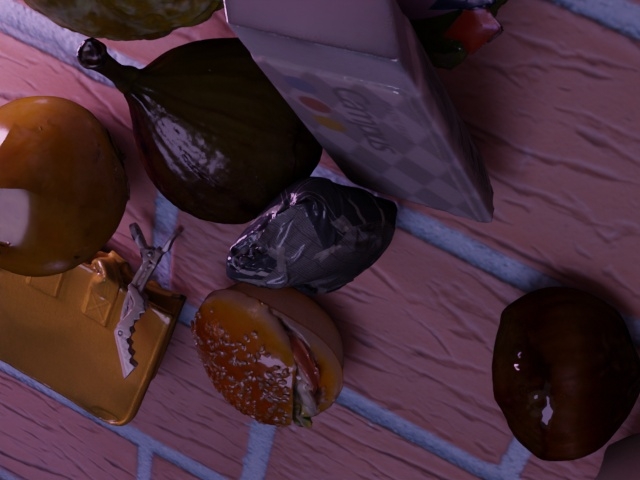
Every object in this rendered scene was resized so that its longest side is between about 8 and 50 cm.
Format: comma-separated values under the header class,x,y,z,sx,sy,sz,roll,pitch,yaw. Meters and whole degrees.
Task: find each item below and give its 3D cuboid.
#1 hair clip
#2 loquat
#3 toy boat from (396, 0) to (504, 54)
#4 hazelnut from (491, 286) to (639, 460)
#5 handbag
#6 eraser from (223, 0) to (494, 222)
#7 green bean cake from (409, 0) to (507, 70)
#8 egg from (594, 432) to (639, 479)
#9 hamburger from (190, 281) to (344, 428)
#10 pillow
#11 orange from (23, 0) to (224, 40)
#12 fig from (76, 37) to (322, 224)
class,x,y,z,sx,sy,sz,roll,pitch,yaw
hair clip,-0.259,0.081,1.836,0.072,0.034,0.226,19,99,0
loquat,-0.362,-0.072,1.714,0.235,0.235,0.235,20,139,19
toy boat,0.007,-0.271,1.209,0.318,0.072,0.219,41,146,-22
hazelnut,0.284,0.153,1.528,0.178,0.178,0.204,-7,94,40
handbag,-0.401,0.077,1.978,0.401,0.133,0.283,31,136,6
eraser,0.048,-0.142,1.314,0.213,0.082,0.397,17,168,23
green bean cake,0.084,-0.287,1.259,0.214,0.113,0.200,27,140,13
egg,0.414,0.308,1.591,0.206,0.161,0.271,-3,171,2
hamburger,-0.074,0.152,1.795,0.237,0.147,0.237,21,137,21
pillow,0.000,0.000,1.505,0.161,0.335,0.092,-35,78,13
orange,-0.210,-0.327,1.365,0.369,0.210,0.271,-13,118,41
fig,-0.144,-0.154,1.431,0.217,0.217,0.321,-1,159,36
